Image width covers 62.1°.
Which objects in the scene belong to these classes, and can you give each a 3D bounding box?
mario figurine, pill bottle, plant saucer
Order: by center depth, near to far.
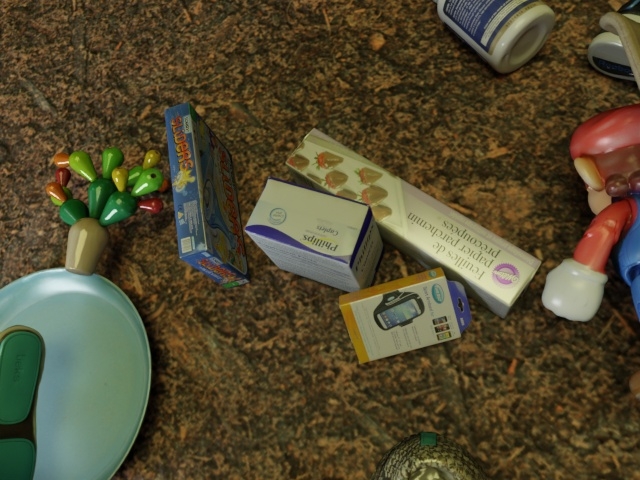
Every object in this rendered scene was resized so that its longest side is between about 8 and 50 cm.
[{"bbox_3d":[0.340,0.004,0.542,0.198,0.170,0.321,15,56,-25],"label":"mario figurine"},{"bbox_3d":[-0.353,0.192,0.685,0.317,0.044,0.318,-4,70,12],"label":"plant saucer"},{"bbox_3d":[0.216,-0.310,0.704,0.094,0.094,0.169,-35,66,-1],"label":"pill bottle"}]

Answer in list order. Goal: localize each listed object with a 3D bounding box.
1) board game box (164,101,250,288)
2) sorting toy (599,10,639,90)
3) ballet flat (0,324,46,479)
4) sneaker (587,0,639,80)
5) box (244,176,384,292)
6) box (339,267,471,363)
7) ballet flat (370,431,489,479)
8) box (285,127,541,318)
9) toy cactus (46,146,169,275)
[{"bbox_3d":[-0.142,-0.053,0.673,0.035,0.136,0.201,-16,68,8],"label":"board game box"},{"bbox_3d":[0.398,-0.094,0.497,0.307,0.041,0.229,3,64,-33],"label":"sorting toy"},{"bbox_3d":[-0.379,0.225,0.622,0.086,0.086,0.248,-2,68,13],"label":"ballet flat"},{"bbox_3d":[0.449,-0.231,0.626,0.217,0.079,0.121,33,80,22],"label":"sneaker"},{"bbox_3d":[0.000,0.000,0.617,0.126,0.137,0.072,17,74,19],"label":"box"},{"bbox_3d":[0.097,0.083,0.599,0.136,0.028,0.081,-17,110,5],"label":"box"},{"bbox_3d":[0.092,0.407,0.420,0.164,0.182,0.483,-4,70,11],"label":"ballet flat"},{"bbox_3d":[0.100,-0.028,0.644,0.324,0.067,0.063,34,81,23],"label":"box"},{"bbox_3d":[-0.300,-0.040,0.724,0.219,0.112,0.180,1,69,21],"label":"toy cactus"}]
